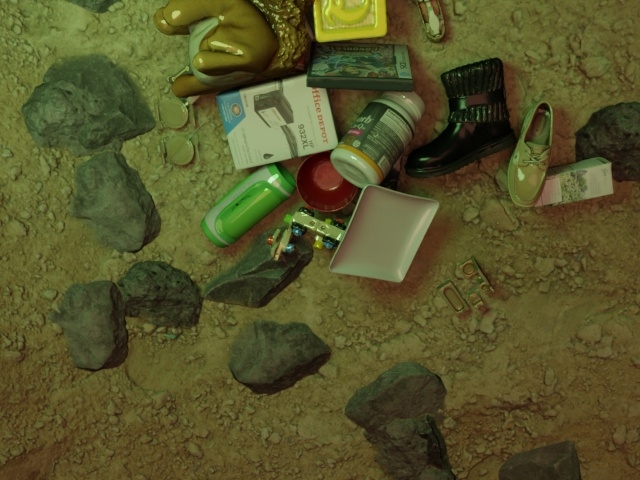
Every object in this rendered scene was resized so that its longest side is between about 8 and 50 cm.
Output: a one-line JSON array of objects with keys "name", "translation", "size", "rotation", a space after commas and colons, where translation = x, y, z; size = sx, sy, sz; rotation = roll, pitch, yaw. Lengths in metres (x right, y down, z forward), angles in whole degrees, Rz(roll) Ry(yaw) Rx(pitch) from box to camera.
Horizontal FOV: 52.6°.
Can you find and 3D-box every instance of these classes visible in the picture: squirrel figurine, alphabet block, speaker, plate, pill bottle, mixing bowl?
[{"name": "squirrel figurine", "translation": [-0.215, -0.587, 1.599], "size": [0.397, 0.281, 0.370], "rotation": [-13, 92, -17]}, {"name": "alphabet block", "translation": [0.076, -0.632, 1.715], "size": [0.192, 0.197, 0.193], "rotation": [-6, 108, 4]}, {"name": "speaker", "translation": [-0.216, -0.107, 1.941], "size": [0.296, 0.131, 0.131], "rotation": [-38, 103, 13]}, {"name": "plate", "translation": [0.176, -0.020, 1.843], "size": [0.278, 0.045, 0.277], "rotation": [10, 114, -34]}, {"name": "pill bottle", "translation": [0.165, -0.290, 1.799], "size": [0.162, 0.162, 0.278], "rotation": [38, 75, -10]}, {"name": "mixing bowl", "translation": [0.022, -0.185, 1.920], "size": [0.181, 0.098, 0.181], "rotation": [1, 109, 2]}]

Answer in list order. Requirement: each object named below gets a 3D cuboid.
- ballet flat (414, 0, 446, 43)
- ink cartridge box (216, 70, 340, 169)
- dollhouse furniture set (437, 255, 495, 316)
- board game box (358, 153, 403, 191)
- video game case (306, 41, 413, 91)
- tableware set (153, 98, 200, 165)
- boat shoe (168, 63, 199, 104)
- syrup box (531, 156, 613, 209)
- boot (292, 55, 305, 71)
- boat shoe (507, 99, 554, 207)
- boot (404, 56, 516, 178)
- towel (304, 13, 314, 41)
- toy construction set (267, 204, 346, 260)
[{"name": "ballet flat", "translation": [0.300, -0.643, 1.771], "size": [0.073, 0.067, 0.206], "rotation": [-21, 106, 11]}, {"name": "ink cartridge box", "translation": [-0.115, -0.348, 1.854], "size": [0.307, 0.129, 0.223], "rotation": [-12, 107, 6]}, {"name": "dollhouse furniture set", "translation": [0.456, 0.163, 2.007], "size": [0.151, 0.123, 0.144], "rotation": [-34, 104, 12]}, {"name": "board game box", "translation": [0.181, -0.237, 1.935], "size": [0.126, 0.026, 0.186], "rotation": [9, 109, 0]}, {"name": "video game case", "translation": [0.106, -0.473, 1.743], "size": [0.275, 0.248, 0.035], "rotation": [3, 128, 1]}, {"name": "tableware set", "translation": [-0.418, -0.323, 1.924], "size": [0.128, 0.039, 0.194], "rotation": [-2, 103, 15]}, {"name": "boat shoe", "translation": [-0.286, -0.517, 1.782], "size": [0.324, 0.116, 0.097], "rotation": [-40, 107, 22]}, {"name": "syrup box", "translation": [0.724, -0.168, 1.900], "size": [0.237, 0.096, 0.093], "rotation": [-12, 108, 6]}, {"name": "boot", "translation": [-0.119, -0.519, 1.809], "size": [0.158, 0.059, 0.084], "rotation": [5, 96, 6]}, {"name": "boat shoe", "translation": [0.597, -0.244, 1.819], "size": [0.109, 0.098, 0.302], "rotation": [13, 84, 12]}, {"name": "boot", "translation": [0.372, -0.347, 1.832], "size": [0.348, 0.131, 0.260], "rotation": [-23, 114, -2]}, {"name": "towel", "translation": [-0.206, -0.609, 1.819], "size": [0.325, 0.038, 0.248], "rotation": [-23, 107, 9]}, {"name": "toy construction set", "translation": [0.000, 0.000, 1.951], "size": [0.327, 0.215, 0.151], "rotation": [9, 74, 5]}]
